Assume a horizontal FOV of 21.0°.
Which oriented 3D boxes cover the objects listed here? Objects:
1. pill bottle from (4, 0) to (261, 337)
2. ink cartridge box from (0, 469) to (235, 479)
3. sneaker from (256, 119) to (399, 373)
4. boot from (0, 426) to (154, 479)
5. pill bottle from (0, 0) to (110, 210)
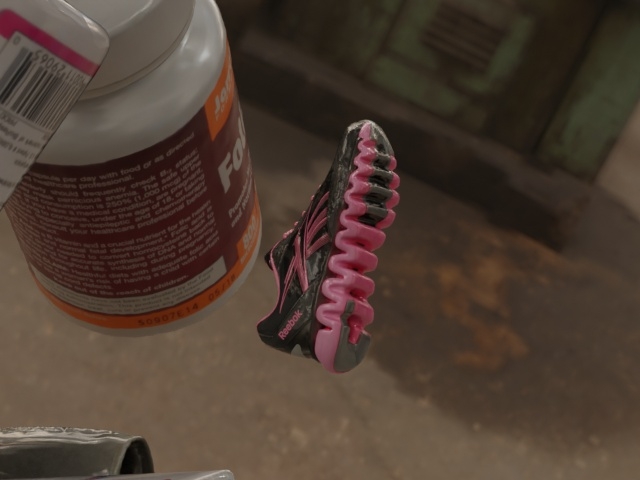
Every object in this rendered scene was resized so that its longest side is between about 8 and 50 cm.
[{"bbox_3d":[-0.179,-0.107,1.464,0.224,0.392,0.224,-3,56,4],"label":"pill bottle"},{"bbox_3d":[-0.165,0.230,0.821,0.198,0.197,0.270,-15,0,-35],"label":"ink cartridge box"},{"bbox_3d":[0.000,0.000,0.799,0.057,0.119,0.047,6,-13,30],"label":"sneaker"},{"bbox_3d":[-0.203,0.193,1.056,0.209,0.189,0.076,7,15,15],"label":"boot"},{"bbox_3d":[-0.254,-0.038,0.923,0.160,0.283,0.160,35,2,-1],"label":"pill bottle"}]
